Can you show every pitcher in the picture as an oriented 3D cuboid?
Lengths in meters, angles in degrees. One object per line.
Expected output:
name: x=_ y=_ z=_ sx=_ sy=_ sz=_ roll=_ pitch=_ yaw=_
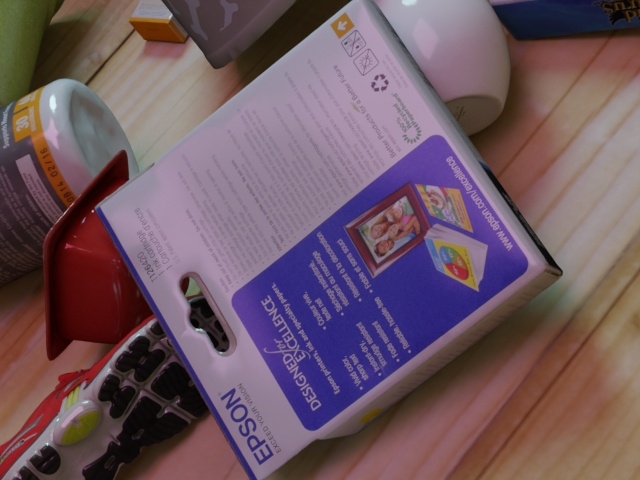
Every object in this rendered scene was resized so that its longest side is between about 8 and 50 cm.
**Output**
pitcher: x=0.096 y=-0.187 z=1.531 sx=0.125 sy=0.178 sz=0.207 roll=-10 pitch=65 yaw=-11

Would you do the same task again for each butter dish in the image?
butter dish: x=-0.178 y=0.026 z=1.526 sx=0.118 sy=0.160 sz=0.160 roll=18 pitch=41 yaw=14

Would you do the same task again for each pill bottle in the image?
pill bottle: x=-0.333 y=-0.037 z=1.665 sx=0.278 sy=0.162 sz=0.162 roll=-25 pitch=47 yaw=15

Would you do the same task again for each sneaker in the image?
sneaker: x=-0.192 y=0.137 z=1.486 sx=0.279 sy=0.107 sz=0.118 roll=-40 pitch=31 yaw=-5

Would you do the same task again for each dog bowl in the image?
dog bowl: x=-0.033 y=-0.335 z=1.631 sx=0.349 sy=0.102 sz=0.349 roll=-47 pitch=15 yaw=16

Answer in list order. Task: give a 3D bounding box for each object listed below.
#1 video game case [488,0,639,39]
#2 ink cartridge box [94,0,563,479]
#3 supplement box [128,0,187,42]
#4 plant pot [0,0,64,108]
video game case: x=0.311 y=-0.305 z=1.500 sx=0.269 sy=0.061 sz=0.244 roll=0 pitch=58 yaw=40
ink cartridge box: x=0.000 y=0.000 z=1.404 sx=0.307 sy=0.072 sz=0.304 roll=-38 pitch=67 yaw=15
supplement box: x=-0.159 y=-0.267 z=1.815 sx=0.062 sy=0.036 sz=0.098 roll=9 pitch=63 yaw=38
plant pot: x=-0.411 y=-0.211 z=1.778 sx=0.276 sy=0.276 sz=0.254 roll=-19 pitch=51 yaw=21
